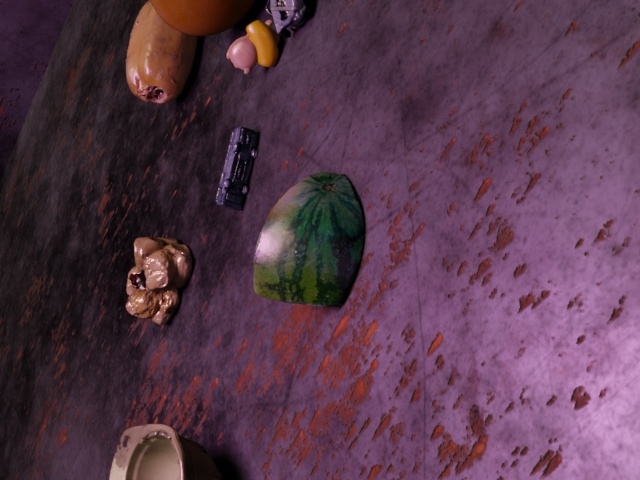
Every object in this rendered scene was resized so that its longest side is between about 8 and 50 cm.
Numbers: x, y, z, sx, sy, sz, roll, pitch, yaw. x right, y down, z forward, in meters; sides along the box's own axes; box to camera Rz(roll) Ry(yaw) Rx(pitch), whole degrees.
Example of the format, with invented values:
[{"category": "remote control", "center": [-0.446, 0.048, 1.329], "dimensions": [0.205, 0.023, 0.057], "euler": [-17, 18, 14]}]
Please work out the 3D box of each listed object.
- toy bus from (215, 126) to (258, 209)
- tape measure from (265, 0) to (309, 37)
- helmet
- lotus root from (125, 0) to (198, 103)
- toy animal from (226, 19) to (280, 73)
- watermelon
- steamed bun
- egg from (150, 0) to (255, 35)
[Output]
[{"category": "toy bus", "center": [-0.168, -0.144, 1.731], "dimensions": [0.065, 0.047, 0.166], "euler": [1, 76, 63]}, {"category": "tape measure", "center": [-0.062, -0.456, 1.676], "dimensions": [0.094, 0.054, 0.091], "euler": [-39, 74, 52]}, {"category": "helmet", "center": [-0.253, 0.429, 1.515], "dimensions": [0.257, 0.137, 0.204], "euler": [7, 82, 52]}, {"category": "lotus root", "center": [-0.383, -0.499, 2.137], "dimensions": [0.169, 0.151, 0.343], "euler": [-6, 65, 36]}, {"category": "toy animal", "center": [-0.127, -0.393, 1.759], "dimensions": [0.114, 0.091, 0.082], "euler": [-43, 13, 23]}, {"category": "watermelon", "center": [0.000, 0.001, 1.360], "dimensions": [0.146, 0.128, 0.231], "euler": [21, 92, 41]}, {"category": "steamed bun", "center": [-0.371, 0.072, 1.896], "dimensions": [0.177, 0.106, 0.192], "euler": [-61, 32, 18]}, {"category": "egg", "center": [-0.239, -0.599, 1.854], "dimensions": [0.322, 0.250, 0.250], "euler": [-61, 33, 6]}]
